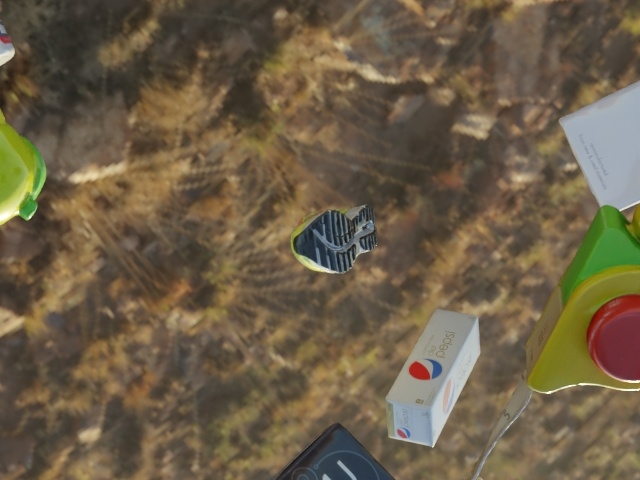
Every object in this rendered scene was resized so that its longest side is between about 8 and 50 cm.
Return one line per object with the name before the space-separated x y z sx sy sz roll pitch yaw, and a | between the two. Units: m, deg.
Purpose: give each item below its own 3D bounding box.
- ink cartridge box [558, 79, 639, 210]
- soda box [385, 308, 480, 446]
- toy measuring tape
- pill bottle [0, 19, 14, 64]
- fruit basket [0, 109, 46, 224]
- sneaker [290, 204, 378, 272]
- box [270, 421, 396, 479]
ink cartridge box | 0.445 -0.156 1.327 0.353 0.119 0.207 -25 178 16
soda box | 0.161 0.191 1.776 0.216 0.069 0.074 -54 146 -48
toy measuring tape | 0.220 0.109 1.002 0.121 0.121 0.330 -7 128 -44
pill bottle | -0.462 -0.290 1.542 0.108 0.180 0.108 -24 -175 2
fruit basket | -0.455 -0.150 1.246 0.392 0.392 0.283 -7 104 -44
sneaker | 0.000 0.000 1.634 0.208 0.094 0.081 -12 98 -66
box | 0.041 0.277 0.826 0.143 0.270 0.165 -41 172 -24
